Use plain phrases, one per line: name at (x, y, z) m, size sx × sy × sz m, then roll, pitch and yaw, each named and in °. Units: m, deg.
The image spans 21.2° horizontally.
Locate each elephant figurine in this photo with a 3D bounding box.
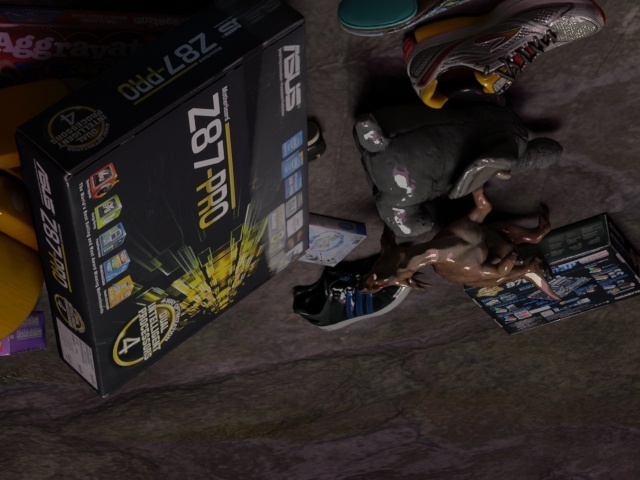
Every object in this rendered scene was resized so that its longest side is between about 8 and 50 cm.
elephant figurine at (0.166, -0.117, 1.979) m, size 0.239 × 0.186 × 0.169 m, roll -18°, pitch 107°, yaw 0°

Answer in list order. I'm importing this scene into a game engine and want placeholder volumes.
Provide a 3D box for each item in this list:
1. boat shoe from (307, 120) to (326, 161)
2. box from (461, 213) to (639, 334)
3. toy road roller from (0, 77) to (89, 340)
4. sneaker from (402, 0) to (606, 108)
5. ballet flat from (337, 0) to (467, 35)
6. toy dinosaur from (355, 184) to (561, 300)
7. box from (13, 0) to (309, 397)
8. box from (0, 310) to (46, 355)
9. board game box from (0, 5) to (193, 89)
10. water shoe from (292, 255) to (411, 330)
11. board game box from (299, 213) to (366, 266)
boat shoe at (-0.058, -0.101, 2.032) m, size 0.133 × 0.049 × 0.042 m, roll -17°, pitch 141°, yaw 10°
box at (0.326, 0.051, 2.377) m, size 0.220 × 0.051 × 0.175 m, roll -19°, pitch 148°, yaw 22°
toy road roller at (-0.344, -0.021, 1.884) m, size 0.329 × 0.241 × 0.202 m, roll -12°, pitch 158°, yaw 21°
sneaker at (0.203, -0.203, 1.859) m, size 0.225 × 0.093 × 0.088 m, roll -19°, pitch 149°, yaw 19°
ballet flat at (0.110, -0.256, 1.783) m, size 0.188 × 0.070 × 0.070 m, roll -17°, pitch 149°, yaw 24°
toy dinosaur at (0.184, 0.020, 2.227) m, size 0.200 × 0.127 × 0.295 m, roll -27°, pitch 149°, yaw 32°
box at (-0.156, -0.047, 1.841) m, size 0.318 × 0.097 × 0.395 m, roll -37°, pitch 150°, yaw -27°
box at (-0.524, 0.129, 2.235) m, size 0.293 × 0.057 × 0.201 m, roll -4°, pitch 179°, yaw 4°
board game box at (-0.248, -0.196, 1.848) m, size 0.281 × 0.027 × 0.145 m, roll 1°, pitch 149°, yaw -13°
water shoe at (0.044, 0.068, 2.329) m, size 0.080 × 0.073 × 0.203 m, roll 22°, pitch 140°, yaw -37°
board game box at (0.000, 0.000, 2.252) m, size 0.090 × 0.020 × 0.090 m, roll 10°, pitch 147°, yaw -28°
